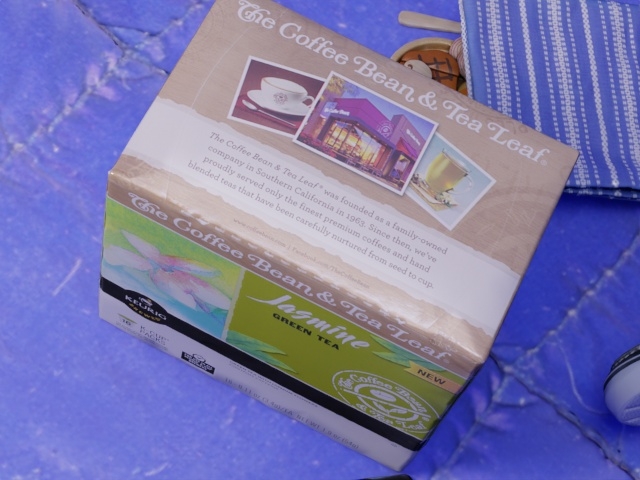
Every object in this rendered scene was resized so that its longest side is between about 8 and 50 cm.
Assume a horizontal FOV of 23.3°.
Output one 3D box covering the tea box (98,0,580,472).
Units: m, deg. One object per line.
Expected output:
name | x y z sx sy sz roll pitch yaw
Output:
tea box | 0.000 0.000 1.356 0.329 0.323 0.220 26 64 3

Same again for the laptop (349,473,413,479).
laptop | -0.061 0.442 1.311 0.382 0.236 0.407 -5 95 -12

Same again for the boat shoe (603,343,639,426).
boat shoe | 0.395 0.083 1.516 0.335 0.121 0.119 -17 61 -28

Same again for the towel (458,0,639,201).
towel | 0.313 -0.152 1.616 0.336 0.040 0.243 4 64 -17

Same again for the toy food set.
toy food set | 0.131 -0.162 1.611 0.132 0.038 0.192 9 64 -6
